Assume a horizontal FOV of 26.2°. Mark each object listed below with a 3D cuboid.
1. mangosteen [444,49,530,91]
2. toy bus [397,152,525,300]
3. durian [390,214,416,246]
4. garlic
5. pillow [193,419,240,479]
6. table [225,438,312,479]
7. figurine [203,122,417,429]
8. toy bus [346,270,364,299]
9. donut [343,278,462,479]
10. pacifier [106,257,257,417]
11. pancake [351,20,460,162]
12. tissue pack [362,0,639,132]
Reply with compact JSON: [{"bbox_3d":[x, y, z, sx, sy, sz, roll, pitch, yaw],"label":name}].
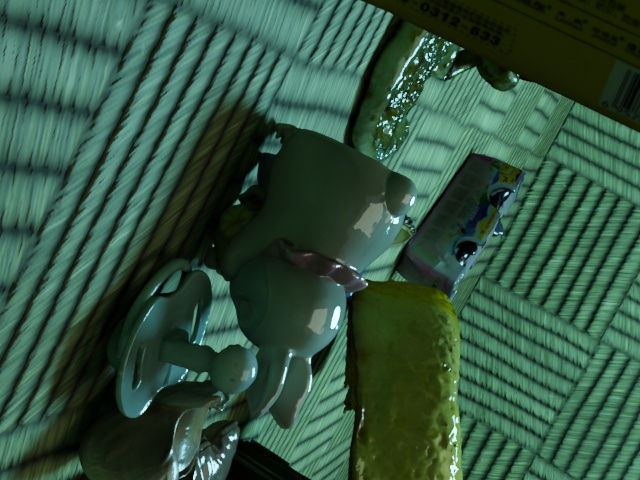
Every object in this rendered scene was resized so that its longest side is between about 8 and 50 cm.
[{"bbox_3d":[0.245,-0.262,1.675,0.184,0.172,0.172,-36,-173,40],"label":"mangosteen"},{"bbox_3d":[0.233,-0.020,2.247,0.274,0.112,0.090,-53,166,-34],"label":"toy bus"},{"bbox_3d":[0.091,-0.027,1.865,0.066,0.052,0.130,-20,158,-4],"label":"durian"},{"bbox_3d":[-0.135,0.172,1.184,0.174,0.124,0.099,-30,118,-81],"label":"garlic"},{"bbox_3d":[-0.176,0.289,1.345,0.223,0.084,0.236,-64,164,20],"label":"pillow"},{"bbox_3d":[-0.059,0.313,1.731,0.062,0.146,0.175,-58,169,-3],"label":"table"},{"bbox_3d":[-0.031,0.027,1.175,0.235,0.155,0.127,-62,158,-3],"label":"figurine"},{"bbox_3d":[0.000,0.000,1.393,0.106,0.090,0.185,-63,168,-1],"label":"toy bus"},{"bbox_3d":[0.110,0.251,1.829,0.377,0.163,0.435,88,3,-64],"label":"donut"},{"bbox_3d":[-0.103,0.082,1.100,0.150,0.117,0.126,-27,131,-65],"label":"pacifier"},{"bbox_3d":[0.105,-0.189,1.514,0.253,0.037,0.253,-56,168,-19],"label":"pancake"},{"bbox_3d":[0.231,-0.264,1.044,0.228,0.382,0.293,-55,167,-40],"label":"tissue pack"}]
